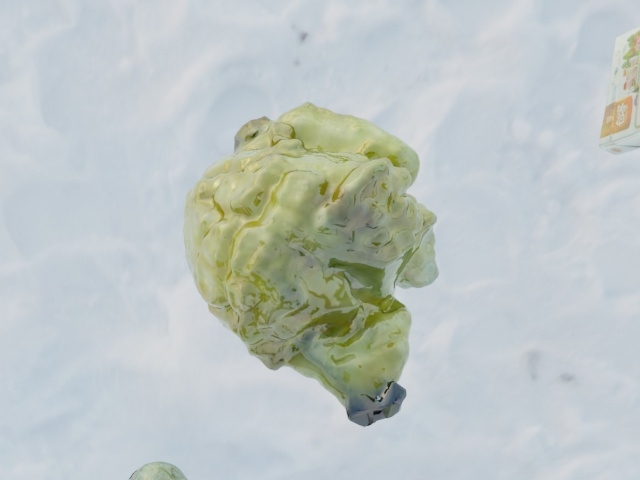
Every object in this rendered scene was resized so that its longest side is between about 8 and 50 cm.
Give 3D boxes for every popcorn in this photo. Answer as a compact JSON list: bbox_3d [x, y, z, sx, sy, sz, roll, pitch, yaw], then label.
[{"bbox_3d":[-0.003,-0.004,1.430,0.293,0.237,0.293,-4,111,-11],"label":"popcorn"}]

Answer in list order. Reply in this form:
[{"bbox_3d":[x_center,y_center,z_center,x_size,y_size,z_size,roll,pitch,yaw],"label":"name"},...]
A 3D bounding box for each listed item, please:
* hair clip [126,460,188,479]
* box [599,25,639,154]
[{"bbox_3d":[-0.105,0.335,1.257,0.321,0.091,0.138,53,39,-29],"label":"hair clip"},{"bbox_3d":[0.334,-0.156,1.203,0.032,0.220,0.122,21,70,-25],"label":"box"}]
